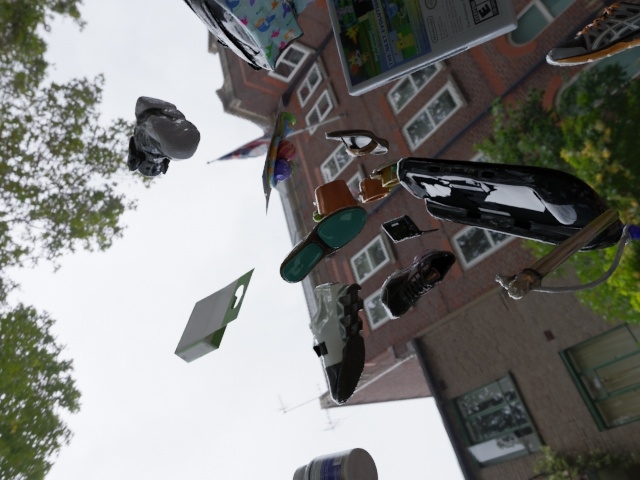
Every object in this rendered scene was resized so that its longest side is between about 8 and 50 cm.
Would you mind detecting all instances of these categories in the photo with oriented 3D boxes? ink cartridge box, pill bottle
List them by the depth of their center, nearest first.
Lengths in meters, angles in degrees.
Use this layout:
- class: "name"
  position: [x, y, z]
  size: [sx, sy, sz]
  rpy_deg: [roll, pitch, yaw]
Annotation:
- class: "pill bottle"
  position: [0.029, 0.550, 1.105]
  size: [0.112, 0.187, 0.112]
  rpy_deg: [32, -137, -36]
- class: "ink cartridge box"
  position: [-0.241, 0.182, 1.164]
  size: [0.056, 0.235, 0.171]
  rpy_deg: [46, -147, -26]

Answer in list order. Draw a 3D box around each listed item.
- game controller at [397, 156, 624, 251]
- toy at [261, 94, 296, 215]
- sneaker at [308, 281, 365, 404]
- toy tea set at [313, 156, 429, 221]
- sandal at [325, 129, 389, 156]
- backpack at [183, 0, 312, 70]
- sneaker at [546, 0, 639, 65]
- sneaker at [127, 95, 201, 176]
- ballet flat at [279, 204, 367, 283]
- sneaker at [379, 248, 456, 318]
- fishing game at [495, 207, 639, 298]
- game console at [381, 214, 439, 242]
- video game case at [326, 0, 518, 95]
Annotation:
- class: "game controller"
  position: [0.245, -0.061, 0.680]
  size: [0.166, 0.319, 0.067]
  rpy_deg: [41, -101, -31]
- class: "toy"
  position: [-0.081, -0.184, 1.043]
  size: [0.056, 0.137, 0.237]
  rpy_deg: [4, -122, 1]
- class: "sneaker"
  position: [0.037, 0.276, 1.322]
  size: [0.122, 0.146, 0.330]
  rpy_deg: [1, -89, -54]
- class: "toy tea set"
  position: [0.137, -0.099, 1.149]
  size: [0.200, 0.336, 0.124]
  rpy_deg: [17, -126, -79]
- class: "sandal"
  position: [0.099, -0.236, 1.205]
  size: [0.219, 0.090, 0.060]
  rpy_deg: [7, -95, -54]
- class: "backpack"
  position: [-0.145, -0.429, 0.788]
  size: [0.225, 0.191, 0.253]
  rpy_deg: [44, -168, 20]
- class: "sneaker"
  position: [0.497, -0.361, 0.822]
  size: [0.084, 0.215, 0.083]
  rpy_deg: [-66, -44, -69]
- class: "sneaker"
  position: [-0.329, -0.189, 0.996]
  size: [0.101, 0.153, 0.268]
  rpy_deg: [4, -150, -35]
- class: "ballet flat"
  position: [0.000, 0.000, 0.930]
  size: [0.073, 0.206, 0.067]
  rpy_deg: [53, 179, -16]
- class: "sneaker"
  position: [0.186, 0.072, 0.903]
  size: [0.072, 0.077, 0.178]
  rpy_deg: [47, -112, -9]
- class: "fishing game"
  position: [0.213, 0.007, 0.141]
  size: [0.189, 0.264, 0.041]
  rpy_deg: [-19, -69, -39]
- class: "game console"
  position: [0.259, -0.039, 1.392]
  size: [0.107, 0.122, 0.071]
  rpy_deg: [49, -119, -10]
- class: "video game case"
  position: [0.141, -0.456, 0.811]
  size: [0.036, 0.300, 0.329]
  rpy_deg: [-15, -88, -56]
